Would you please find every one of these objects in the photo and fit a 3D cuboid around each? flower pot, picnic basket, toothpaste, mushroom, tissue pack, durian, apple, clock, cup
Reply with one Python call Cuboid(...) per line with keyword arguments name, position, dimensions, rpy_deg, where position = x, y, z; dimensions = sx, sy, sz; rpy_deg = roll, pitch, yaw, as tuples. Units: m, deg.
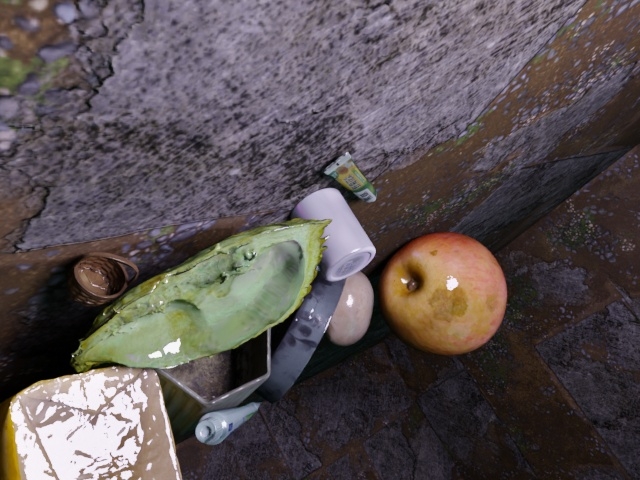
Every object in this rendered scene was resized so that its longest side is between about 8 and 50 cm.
Cuboid(name="flower pot", position=(-0.217, 0.206, 0.865), dimensions=(0.209, 0.239, 0.190), rpy_deg=(14, 139, -24))
Cuboid(name="picnic basket", position=(-0.267, 0.039, 0.594), dimensions=(0.083, 0.072, 0.072), rpy_deg=(-33, 163, 34))
Cuboid(name="toothpaste", position=(-0.159, 0.313, 0.839), dimensions=(0.074, 0.048, 0.297), rpy_deg=(-33, 166, -5))
Cuboid(name="mushroom", position=(0.036, 0.162, 1.230), dimensions=(0.204, 0.204, 0.204), rpy_deg=(-28, 160, -11))
Cuboid(name="tissue pack", position=(-0.401, 0.377, 0.744), dimensions=(0.382, 0.293, 0.228), rpy_deg=(-27, 163, 40))
Cuboid(name="durian", position=(-0.155, 0.089, 0.682), dimensions=(0.394, 0.163, 0.198), rpy_deg=(-24, -179, -15))
Cuboid(name="apple", position=(0.335, 0.153, 1.369), dimensions=(0.364, 0.364, 0.364), rpy_deg=(-28, 160, -11))
Cuboid(name="toothpaste", position=(0.059, -0.099, 0.812), dimensions=(0.049, 0.031, 0.204), rpy_deg=(-36, 158, 12))
Cuboid(name="clock", position=(-0.054, 0.175, 0.995), dimensions=(0.319, 0.066, 0.319), rpy_deg=(-59, -173, 12))
Cuboid(name="cup", position=(0.006, 0.001, 0.819), dimensions=(0.136, 0.133, 0.099), rpy_deg=(-37, 157, 14))
